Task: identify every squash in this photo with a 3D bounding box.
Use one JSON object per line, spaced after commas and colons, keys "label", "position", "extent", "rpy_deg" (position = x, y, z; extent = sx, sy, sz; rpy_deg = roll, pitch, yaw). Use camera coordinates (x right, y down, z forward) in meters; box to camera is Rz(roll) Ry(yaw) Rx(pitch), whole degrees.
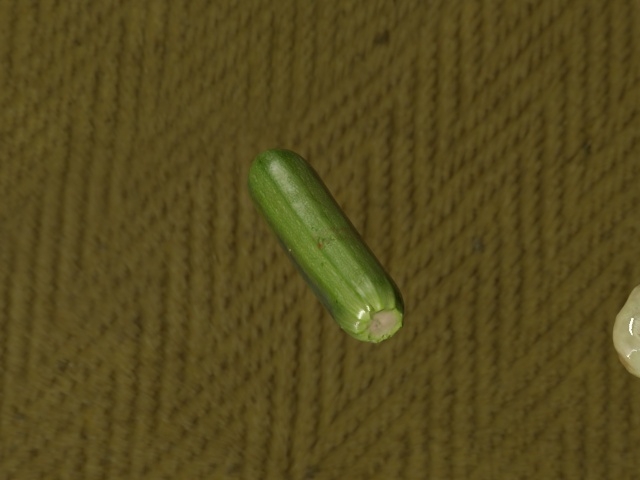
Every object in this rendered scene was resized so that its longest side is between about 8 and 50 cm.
{"label": "squash", "position": [0.000, 0.000, 1.057], "extent": [0.066, 0.066, 0.229], "rpy_deg": [-29, 46, -7]}

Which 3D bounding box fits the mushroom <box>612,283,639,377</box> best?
{"label": "mushroom", "position": [0.408, 0.118, 1.050], "extent": [0.315, 0.315, 0.356], "rpy_deg": [-43, 68, -8]}
